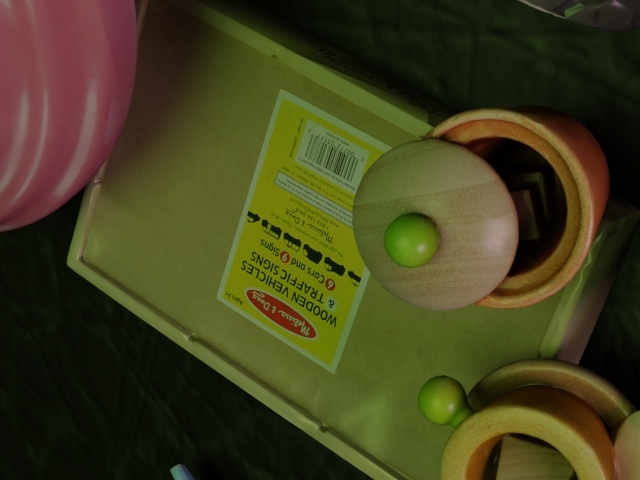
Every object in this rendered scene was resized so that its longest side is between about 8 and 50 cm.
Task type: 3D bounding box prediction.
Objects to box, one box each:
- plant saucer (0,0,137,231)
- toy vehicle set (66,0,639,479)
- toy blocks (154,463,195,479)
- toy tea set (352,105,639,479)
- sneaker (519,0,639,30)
[{"bbox_3d":[-0.238,-0.128,0.612,0.332,0.084,0.332,20,136,20],"label":"plant saucer"},{"bbox_3d":[0.000,0.000,0.646,0.267,0.035,0.166,32,117,26],"label":"toy vehicle set"},{"bbox_3d":[-0.065,0.201,0.724,0.123,0.054,0.148,-37,78,34],"label":"toy blocks"},{"bbox_3d":[0.135,0.095,0.487,0.336,0.124,0.200,36,117,13],"label":"toy tea set"},{"bbox_3d":[0.046,-0.217,0.479,0.129,0.147,0.330,-35,79,21],"label":"sneaker"}]
